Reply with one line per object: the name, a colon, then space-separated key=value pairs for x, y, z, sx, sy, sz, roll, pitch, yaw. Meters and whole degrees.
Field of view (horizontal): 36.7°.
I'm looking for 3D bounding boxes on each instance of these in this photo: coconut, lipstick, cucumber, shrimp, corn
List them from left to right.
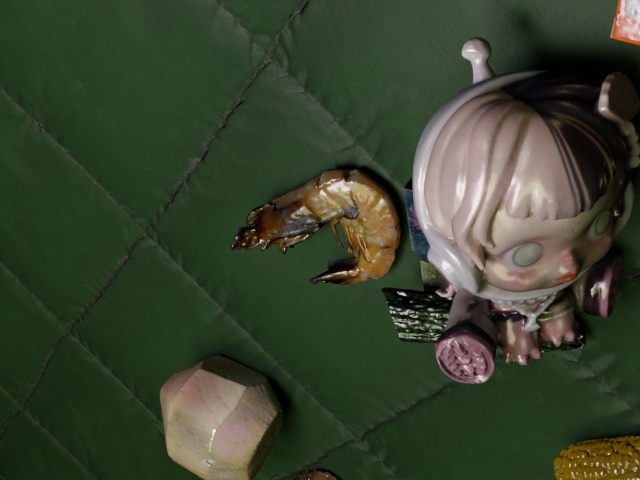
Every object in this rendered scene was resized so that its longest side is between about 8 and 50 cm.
coconut: x=-0.189 y=0.322 z=1.724 sx=0.237 sy=0.197 sz=0.237 roll=22 pitch=140 yaw=19
shrimp: x=0.004 y=-0.005 z=1.382 sx=0.289 sy=0.075 sz=0.178 roll=-25 pitch=110 yaw=35
lipstick: x=0.161 y=0.049 z=1.302 sx=0.051 sy=0.051 sz=0.312 roll=11 pitch=131 yaw=29
cucumber: x=0.210 y=0.103 z=1.256 sx=0.265 sy=0.077 sz=0.077 roll=2 pitch=128 yaw=13
corn: x=0.436 y=0.300 z=1.255 sx=0.313 sy=0.102 sz=0.102 roll=-24 pitch=107 yaw=49

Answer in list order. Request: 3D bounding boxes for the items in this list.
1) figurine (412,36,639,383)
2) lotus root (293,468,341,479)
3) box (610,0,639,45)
figurine: x=0.206 y=-0.021 z=1.061 sx=0.211 sy=0.253 sz=0.361 roll=38 pitch=151 yaw=33
lotus root: x=0.063 y=0.578 z=1.830 sx=0.329 sy=0.078 sz=0.167 roll=45 pitch=142 yaw=-1
box: x=0.385 y=-0.260 z=0.770 sx=0.273 sy=0.048 sz=0.265 roll=26 pitch=126 yaw=37
